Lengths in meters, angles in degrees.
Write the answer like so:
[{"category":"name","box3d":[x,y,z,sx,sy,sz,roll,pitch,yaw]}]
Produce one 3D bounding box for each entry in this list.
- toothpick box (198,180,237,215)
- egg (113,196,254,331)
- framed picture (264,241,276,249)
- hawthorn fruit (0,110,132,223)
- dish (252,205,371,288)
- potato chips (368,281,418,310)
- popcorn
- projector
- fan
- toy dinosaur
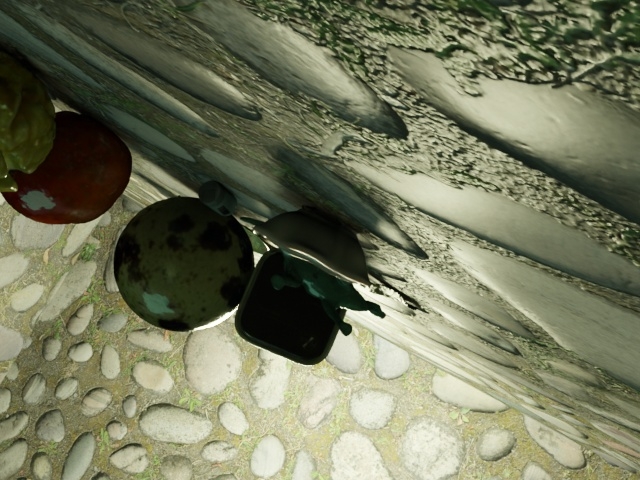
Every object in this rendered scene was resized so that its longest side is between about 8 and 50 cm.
[{"category":"toothpick box","box3d":[-0.213,-0.087,1.662,0.052,0.052,0.083,26,174,26]},{"category":"egg","box3d":[-0.338,0.063,2.045,0.345,0.345,0.428,28,178,16]},{"category":"framed picture","box3d":[-0.174,0.019,2.420,0.250,0.016,0.184,28,172,14]},{"category":"hawthorn fruit","box3d":[-0.566,-0.152,1.757,0.284,0.284,0.284,29,173,4]},{"category":"dish","box3d":[0.000,0.000,1.313,0.229,0.081,0.229,27,175,2]},{"category":"potato chips","box3d":[0.134,0.109,1.775,0.209,0.026,0.142,29,170,-7]},{"category":"popcorn","box3d":[-0.647,-0.239,1.521,0.282,0.282,0.247,26,179,25]},{"category":"projector","box3d":[-0.065,0.172,2.034,0.248,0.249,0.249,22,173,2]},{"category":"fan","box3d":[-0.257,-0.039,2.287,0.294,0.012,0.223,39,165,-28]},{"category":"toy dinosaur","box3d":[-0.003,0.068,1.767,0.383,0.129,0.331,43,-173,1]}]
